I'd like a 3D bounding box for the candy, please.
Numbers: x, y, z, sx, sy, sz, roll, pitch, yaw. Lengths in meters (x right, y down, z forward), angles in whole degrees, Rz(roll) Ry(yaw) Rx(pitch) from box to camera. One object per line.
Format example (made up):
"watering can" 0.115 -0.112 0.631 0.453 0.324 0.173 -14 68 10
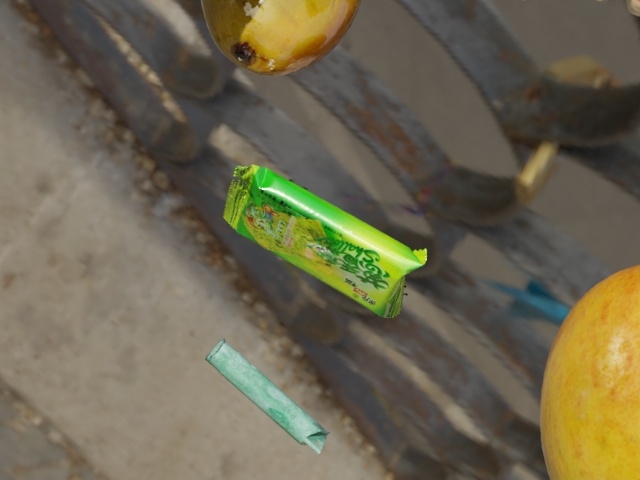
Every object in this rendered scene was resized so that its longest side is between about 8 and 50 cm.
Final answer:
"candy" -0.001 0.001 1.398 0.032 0.178 0.102 -58 176 -34

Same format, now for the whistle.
"whistle" -0.064 0.197 2.064 0.186 0.039 0.039 42 78 -9

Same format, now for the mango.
"mango" -0.032 -0.246 1.361 0.138 0.253 0.113 6 151 -14

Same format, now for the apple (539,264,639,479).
"apple" 0.332 0.144 1.435 0.299 0.299 0.275 24 50 -45

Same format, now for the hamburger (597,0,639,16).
"hamburger" 0.307 -0.264 1.173 0.276 0.237 0.276 -49 162 -22
